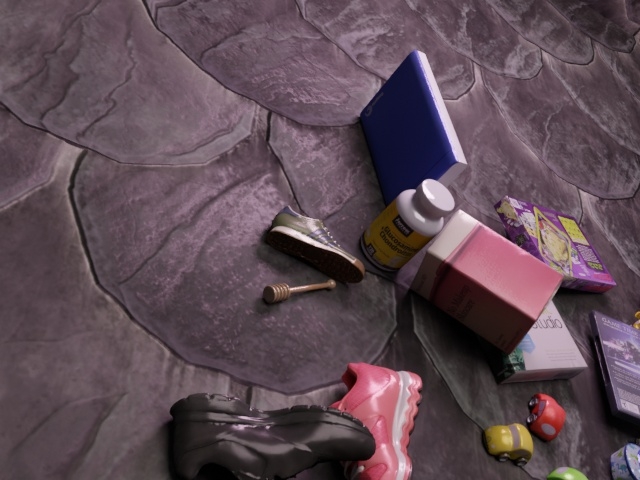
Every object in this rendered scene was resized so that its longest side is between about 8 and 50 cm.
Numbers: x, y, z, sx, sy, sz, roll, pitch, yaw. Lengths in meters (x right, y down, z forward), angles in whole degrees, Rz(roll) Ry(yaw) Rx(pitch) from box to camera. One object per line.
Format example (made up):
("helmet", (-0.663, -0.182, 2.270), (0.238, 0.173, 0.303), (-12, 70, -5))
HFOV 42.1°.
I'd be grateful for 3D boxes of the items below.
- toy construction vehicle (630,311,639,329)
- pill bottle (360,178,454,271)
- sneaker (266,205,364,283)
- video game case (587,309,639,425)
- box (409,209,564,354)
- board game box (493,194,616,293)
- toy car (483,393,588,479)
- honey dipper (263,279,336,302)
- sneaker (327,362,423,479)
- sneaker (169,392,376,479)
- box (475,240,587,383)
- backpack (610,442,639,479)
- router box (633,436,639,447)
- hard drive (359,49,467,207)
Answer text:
("toy construction vehicle", (0.778, 0.224, 1.975), (0.086, 0.035, 0.098), (40, 38, -4))
("pill bottle", (0.165, -0.030, 1.565), (0.103, 0.184, 0.103), (23, 42, -23))
("sneaker", (0.000, 0.000, 1.490), (0.192, 0.064, 0.086), (26, 46, -15))
("video game case", (0.680, 0.286, 1.778), (0.196, 0.026, 0.274), (23, 39, -16))
("box", (0.307, 0.078, 1.553), (0.232, 0.148, 0.127), (34, 59, 13))
("board game box", (0.544, 0.015, 1.913), (0.347, 0.056, 0.208), (11, 43, -48))
("toy car", (0.422, 0.394, 1.497), (0.239, 0.053, 0.225), (-15, 65, -47))
("honey dipper", (-0.031, 0.084, 1.421), (0.161, 0.030, 0.030), (-5, 58, -48))
("sneaker", (0.062, 0.308, 1.250), (0.136, 0.116, 0.313), (22, 37, -4))
("sneaker", (-0.065, 0.290, 1.128), (0.287, 0.109, 0.130), (6, 59, -9))
("box", (0.390, 0.136, 1.706), (0.232, 0.058, 0.322), (4, 51, -39))
("backpack", (0.622, 0.445, 1.597), (0.114, 0.084, 0.105), (27, 39, -14))
("router box", (0.711, 0.426, 1.680), (0.123, 0.092, 0.038), (18, 68, -28))
("hard drive", (0.184, -0.213, 1.730), (0.040, 0.210, 0.318), (13, 47, -32))
